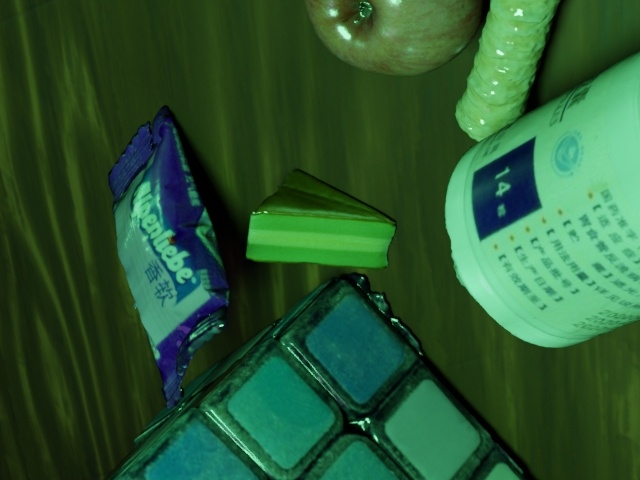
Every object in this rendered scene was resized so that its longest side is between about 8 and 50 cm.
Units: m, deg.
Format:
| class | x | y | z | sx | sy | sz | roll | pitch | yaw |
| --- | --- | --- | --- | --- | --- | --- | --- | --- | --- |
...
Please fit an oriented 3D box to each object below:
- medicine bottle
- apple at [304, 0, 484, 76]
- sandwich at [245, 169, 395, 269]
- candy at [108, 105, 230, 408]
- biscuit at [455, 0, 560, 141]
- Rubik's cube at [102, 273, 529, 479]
| class | x | y | z | sx | sy | sz | roll | pitch | yaw |
| --- | --- | --- | --- | --- | --- | --- | --- | --- | --- |
| medicine bottle | 0.267 | -0.051 | 1.528 | 0.190 | 0.190 | 0.332 | 52 | 139 | -8 |
| apple | 0.057 | -0.205 | 1.627 | 0.153 | 0.120 | 0.153 | 22 | 134 | 25 |
| sandwich | 0.000 | 0.000 | 1.883 | 0.116 | 0.074 | 0.074 | 28 | 138 | 19 |
| candy | -0.149 | 0.013 | 1.944 | 0.145 | 0.070 | 0.275 | -47 | 50 | 43 |
| biscuit | 0.157 | -0.170 | 1.624 | 0.061 | 0.055 | 0.219 | 34 | 138 | 21 |
| Rubik's cube | -0.042 | 0.306 | 1.962 | 0.362 | 0.359 | 0.363 | 46 | 139 | -5 |
